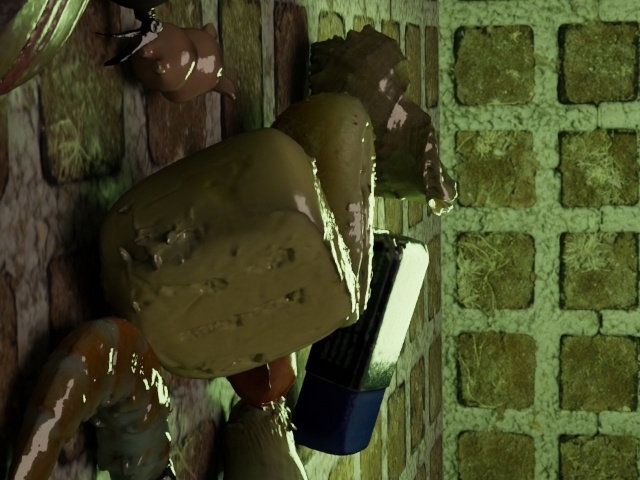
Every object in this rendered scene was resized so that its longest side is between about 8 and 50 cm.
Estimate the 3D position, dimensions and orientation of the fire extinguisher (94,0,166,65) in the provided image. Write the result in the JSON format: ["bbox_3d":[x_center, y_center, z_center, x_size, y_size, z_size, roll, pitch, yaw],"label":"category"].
[{"bbox_3d":[-0.180,-0.299,1.243,0.089,0.072,0.268,-21,117,-37],"label":"fire extinguisher"}]

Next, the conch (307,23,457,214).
[{"bbox_3d":[0.072,-0.159,2.009,0.263,0.186,0.324,50,18,-69],"label":"conch"}]

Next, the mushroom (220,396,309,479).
[{"bbox_3d":[-0.072,0.376,1.591,0.177,0.126,0.397,119,-25,-78],"label":"mushroom"}]

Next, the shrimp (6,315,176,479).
[{"bbox_3d":[-0.197,0.160,1.172,0.287,0.068,0.185,-35,128,-73],"label":"shrimp"}]

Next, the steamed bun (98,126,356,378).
[{"bbox_3d":[-0.096,0.005,1.299,0.273,0.232,0.166,64,5,-54],"label":"steamed bun"}]

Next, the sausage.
[{"bbox_3d":[-0.085,0.043,1.574,0.102,0.102,0.330,-60,147,-64],"label":"sausage"}]

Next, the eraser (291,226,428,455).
[{"bbox_3d":[0.056,0.143,1.964,0.155,0.101,0.332,5,102,-68],"label":"eraser"}]

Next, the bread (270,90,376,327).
[{"bbox_3d":[-0.009,-0.037,1.720,0.305,0.158,0.306,1,90,-87],"label":"bread"}]

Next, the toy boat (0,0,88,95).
[{"bbox_3d":[-0.219,-0.220,1.017,0.293,0.111,0.276,87,18,-59],"label":"toy boat"}]

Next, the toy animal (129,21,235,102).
[{"bbox_3d":[-0.142,-0.179,1.363,0.150,0.089,0.083,-17,111,-66],"label":"toy animal"}]
